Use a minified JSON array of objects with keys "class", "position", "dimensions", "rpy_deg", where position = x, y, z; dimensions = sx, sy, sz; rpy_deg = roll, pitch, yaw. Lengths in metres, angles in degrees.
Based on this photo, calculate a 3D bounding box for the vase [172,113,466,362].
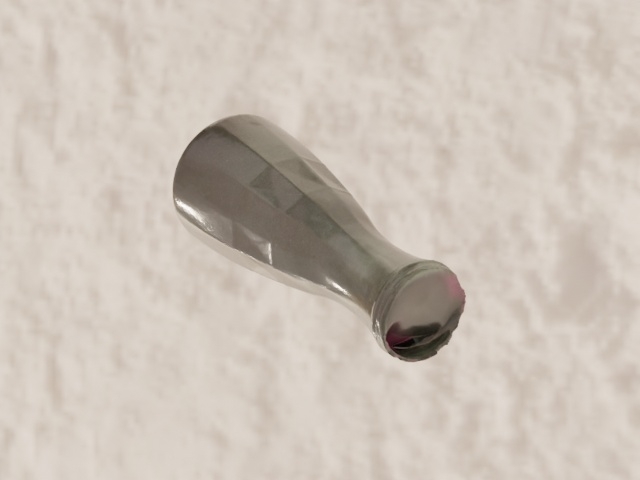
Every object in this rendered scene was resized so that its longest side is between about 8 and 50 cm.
[{"class":"vase","position":[0.000,0.000,1.092],"dimensions":[0.214,0.086,0.086],"rpy_deg":[35,113,49]}]
